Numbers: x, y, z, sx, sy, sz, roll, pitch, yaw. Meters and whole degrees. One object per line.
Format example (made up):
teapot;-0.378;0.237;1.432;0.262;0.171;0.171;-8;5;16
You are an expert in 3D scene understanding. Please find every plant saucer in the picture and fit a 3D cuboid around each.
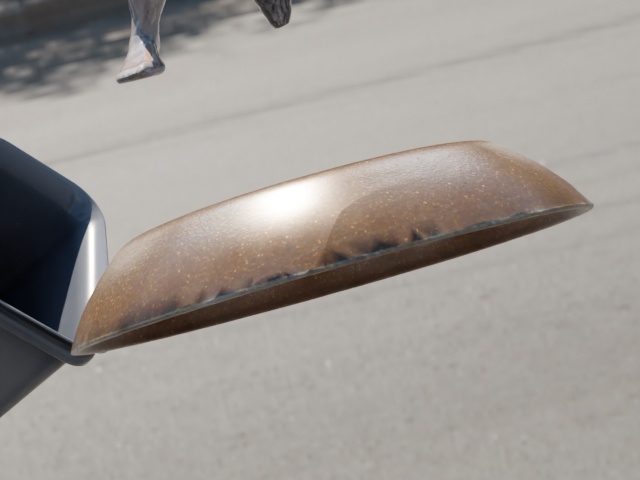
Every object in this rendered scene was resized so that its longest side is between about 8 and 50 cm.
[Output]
plant saucer;0.000;0.000;0.615;0.198;0.036;0.198;-17;-4;-1

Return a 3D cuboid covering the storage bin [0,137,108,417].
storage bin;-0.171;0.025;0.833;0.091;0.098;0.135;-44;32;21

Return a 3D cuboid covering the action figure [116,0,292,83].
action figure;-0.113;-0.255;0.885;0.341;0.330;0.178;-20;7;5
